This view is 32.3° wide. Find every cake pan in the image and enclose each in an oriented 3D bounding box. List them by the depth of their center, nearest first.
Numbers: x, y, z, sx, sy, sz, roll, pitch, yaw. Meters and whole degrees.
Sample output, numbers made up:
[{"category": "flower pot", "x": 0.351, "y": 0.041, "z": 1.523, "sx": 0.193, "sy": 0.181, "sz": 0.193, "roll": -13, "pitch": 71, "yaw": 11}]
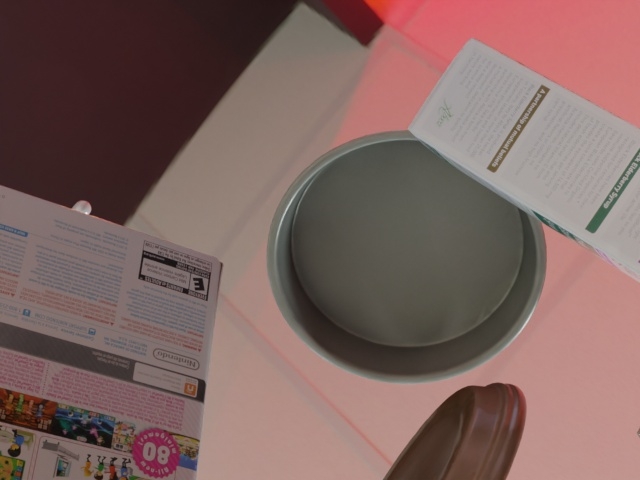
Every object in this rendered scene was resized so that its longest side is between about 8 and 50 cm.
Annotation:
[{"category": "cake pan", "x": 0.091, "y": 0.015, "z": 1.179, "sx": 0.293, "sy": 0.293, "sz": 0.054, "roll": -31, "pitch": -163, "yaw": 17}]

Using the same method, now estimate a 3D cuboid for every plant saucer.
[{"category": "plant saucer", "x": 0.084, "y": 0.235, "z": 0.961, "sx": 0.041, "sy": 0.278, "sz": 0.277, "roll": 33, "pitch": -92, "yaw": -1}]

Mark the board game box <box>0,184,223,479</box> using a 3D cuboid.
[{"category": "board game box", "x": -0.196, "y": 0.126, "z": 0.742, "sx": 0.097, "sy": 0.224, "sz": 0.303, "roll": -44, "pitch": -147, "yaw": 48}]

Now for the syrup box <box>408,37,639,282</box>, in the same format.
[{"category": "syrup box", "x": 0.197, "y": -0.057, "z": 0.869, "sx": 0.237, "sy": 0.093, "sz": 0.096, "roll": 37, "pitch": -84, "yaw": 29}]

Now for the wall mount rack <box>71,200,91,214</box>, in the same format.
[{"category": "wall mount rack", "x": -0.420, "y": 0.035, "z": 1.170, "sx": 0.304, "sy": 0.350, "sz": 0.130, "roll": -59, "pitch": -167, "yaw": -10}]

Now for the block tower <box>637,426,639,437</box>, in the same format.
[{"category": "block tower", "x": 0.453, "y": 0.248, "z": 1.288, "sx": 0.091, "sy": 0.335, "sz": 0.097, "roll": 23, "pitch": -106, "yaw": 35}]
